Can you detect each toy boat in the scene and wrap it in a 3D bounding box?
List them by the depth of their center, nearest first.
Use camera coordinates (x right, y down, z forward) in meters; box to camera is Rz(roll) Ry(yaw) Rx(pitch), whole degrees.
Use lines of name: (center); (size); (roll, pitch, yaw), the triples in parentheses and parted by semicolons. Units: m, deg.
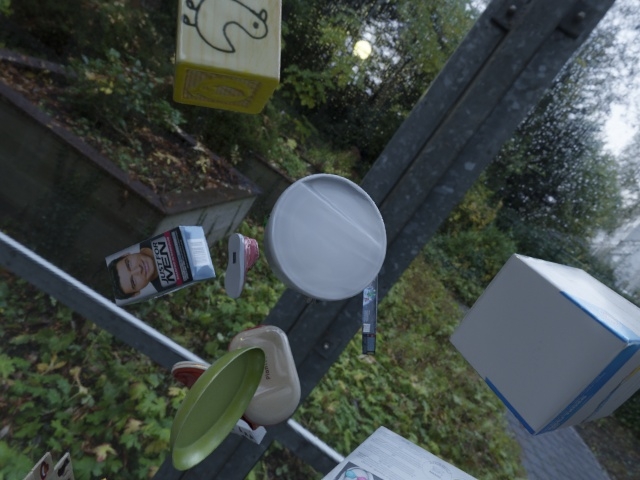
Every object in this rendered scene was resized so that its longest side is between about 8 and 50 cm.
toy boat: (-0.141, 0.334, 1.017); (0.151, 0.151, 0.231); (-10, 67, -17)

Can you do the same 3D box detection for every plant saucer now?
plant saucer: (-0.187, 0.293, 0.751); (0.037, 0.241, 0.241); (26, 10, 20)

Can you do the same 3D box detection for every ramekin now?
ramekin: (0.000, 0.000, 0.908); (0.273, 0.273, 0.127); (31, -22, -17)

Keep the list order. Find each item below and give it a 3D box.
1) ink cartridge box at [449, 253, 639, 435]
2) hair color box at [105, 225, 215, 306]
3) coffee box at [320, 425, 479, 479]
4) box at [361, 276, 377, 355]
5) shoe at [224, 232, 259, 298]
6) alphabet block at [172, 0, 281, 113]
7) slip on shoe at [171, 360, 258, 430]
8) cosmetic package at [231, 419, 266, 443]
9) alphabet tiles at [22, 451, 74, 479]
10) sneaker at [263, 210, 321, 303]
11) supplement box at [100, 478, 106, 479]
ink cartridge box: (0.352, 0.145, 0.599); (0.232, 0.168, 0.171); (10, 28, -36)
hair color box: (-0.557, 0.092, 1.423); (0.113, 0.374, 0.185); (-5, 77, -64)
coffee box: (0.174, 0.693, 0.892); (0.338, 0.338, 0.334); (16, 15, 35)
box: (0.161, 0.231, 1.340); (0.044, 0.159, 0.233); (1, 53, 8)
shoe: (-0.212, 0.073, 1.140); (0.063, 0.178, 0.081); (-8, -15, 33)
alphabet block: (-0.190, -0.388, 0.821); (0.192, 0.197, 0.193); (1, -4, -19)
slip on shoe: (-0.301, 0.451, 1.215); (0.331, 0.123, 0.101); (23, 48, 10)
cosmetic package: (-0.331, 0.696, 1.587); (0.239, 0.099, 0.060); (6, 37, 31)
alphabet tiles: (-0.683, 0.692, 0.955); (0.011, 0.285, 0.342); (2, 17, 4)
sneaker: (-0.073, 0.047, 1.163); (0.134, 0.146, 0.344); (26, -39, 50)
supplement box: (-0.793, 0.894, 1.185); (0.194, 0.195, 0.356); (54, 23, 20)
